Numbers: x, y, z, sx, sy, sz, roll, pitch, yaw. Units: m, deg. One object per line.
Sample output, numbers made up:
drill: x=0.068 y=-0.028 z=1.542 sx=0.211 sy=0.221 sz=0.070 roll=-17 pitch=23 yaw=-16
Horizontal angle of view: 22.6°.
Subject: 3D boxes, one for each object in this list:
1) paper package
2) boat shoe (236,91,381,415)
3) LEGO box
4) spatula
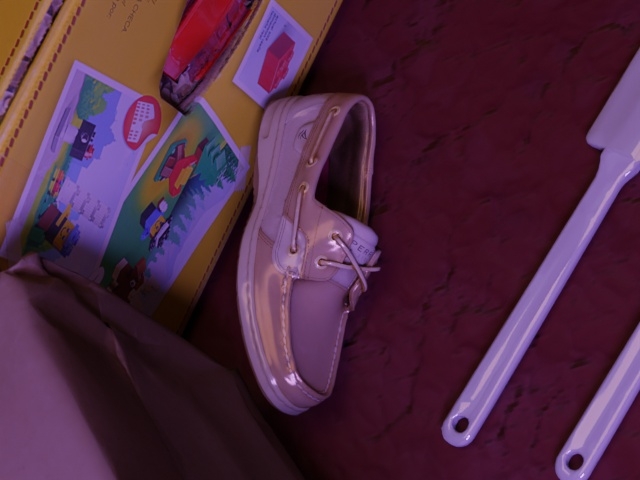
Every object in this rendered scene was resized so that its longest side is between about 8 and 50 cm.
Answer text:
paper package: x=-0.121 y=0.233 z=0.649 sx=0.325 sy=0.168 sz=0.309 roll=-47 pitch=48 yaw=10
boat shoe: x=0.000 y=0.000 z=0.783 sx=0.059 sy=0.063 sz=0.170 roll=-13 pitch=63 yaw=30
LEGO box: x=-0.178 y=-0.196 z=0.881 sx=0.372 sy=0.193 sz=0.500 roll=20 pitch=80 yaw=33
spatula: x=0.167 y=0.014 z=0.715 sx=0.168 sy=0.019 sz=0.242 roll=28 pitch=84 yaw=33
